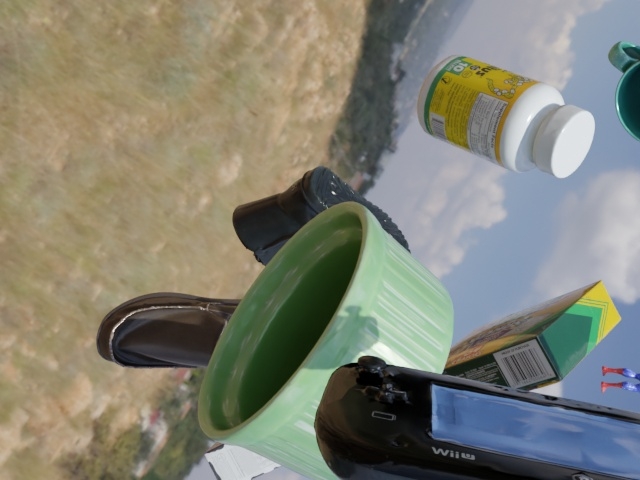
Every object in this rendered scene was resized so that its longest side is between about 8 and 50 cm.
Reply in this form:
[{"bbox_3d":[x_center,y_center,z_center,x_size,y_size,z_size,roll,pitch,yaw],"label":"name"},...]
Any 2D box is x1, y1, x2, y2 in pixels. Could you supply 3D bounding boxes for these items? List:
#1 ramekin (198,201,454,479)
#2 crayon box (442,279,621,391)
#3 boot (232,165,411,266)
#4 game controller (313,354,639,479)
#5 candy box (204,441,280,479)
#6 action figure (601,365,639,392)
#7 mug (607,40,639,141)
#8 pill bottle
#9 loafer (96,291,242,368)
[{"bbox_3d":[0.009,0.120,0.941,0.303,0.148,0.303,-46,-160,23],"label":"ramekin"},{"bbox_3d":[0.406,0.234,1.766,0.363,0.106,0.313,-30,178,44],"label":"crayon box"},{"bbox_3d":[0.000,0.000,1.336,0.207,0.246,0.094,-24,-147,44],"label":"boot"},{"bbox_3d":[0.156,0.138,0.540,0.166,0.319,0.067,-6,105,-84],"label":"game controller"},{"bbox_3d":[-0.055,0.290,1.278,0.196,0.070,0.165,-29,179,16],"label":"candy box"},{"bbox_3d":[0.400,0.173,1.002,0.030,0.115,0.038,66,34,-45],"label":"action figure"},{"bbox_3d":[0.492,-0.219,1.173,0.129,0.157,0.097,-6,-162,46],"label":"mug"},{"bbox_3d":[0.237,-0.157,1.070,0.118,0.208,0.117,-26,131,-34],"label":"pill bottle"},{"bbox_3d":[-0.219,0.168,1.520,0.130,0.366,0.133,-150,-121,-66],"label":"loafer"}]
